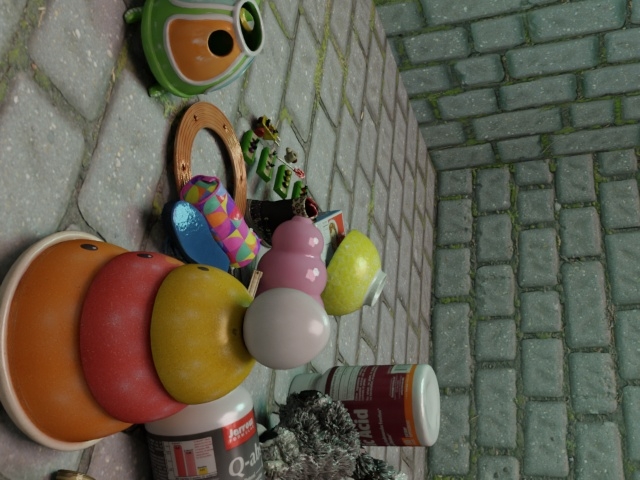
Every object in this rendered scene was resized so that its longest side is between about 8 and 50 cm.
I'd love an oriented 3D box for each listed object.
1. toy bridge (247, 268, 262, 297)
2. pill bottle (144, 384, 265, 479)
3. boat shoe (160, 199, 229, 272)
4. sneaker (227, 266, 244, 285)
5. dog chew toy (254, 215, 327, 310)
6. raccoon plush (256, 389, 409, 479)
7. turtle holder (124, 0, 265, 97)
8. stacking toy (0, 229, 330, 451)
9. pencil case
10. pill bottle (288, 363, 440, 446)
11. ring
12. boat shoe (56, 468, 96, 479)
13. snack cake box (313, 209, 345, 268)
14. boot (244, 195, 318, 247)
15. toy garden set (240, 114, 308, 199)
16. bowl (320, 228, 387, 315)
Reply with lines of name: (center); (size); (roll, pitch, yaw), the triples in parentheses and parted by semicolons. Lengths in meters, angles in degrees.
toy bridge: (-0.177, 0.160, 1.723); (0.063, 0.026, 0.188); (-172, -79, -83)
pill bottle: (-0.222, 0.394, 1.403); (0.210, 0.210, 0.362); (-27, 111, -68)
boat shoe: (-0.280, 0.012, 1.532); (0.109, 0.089, 0.258); (-64, 151, -33)
sneaker: (-0.215, 0.099, 1.726); (0.170, 0.051, 0.089); (-80, 161, -57)
dog chew toy: (-0.075, 0.104, 1.815); (0.207, 0.207, 0.331); (1, 100, -70)
raccoon plush: (0.007, 0.556, 1.764); (0.299, 0.446, 0.216); (-57, 170, -58)
turtle holder: (-0.234, -0.432, 1.558); (0.320, 0.228, 0.243); (-19, 102, -69)
stacking toy: (-0.208, 0.142, 1.114); (0.350, 0.480, 0.350); (-5, 90, -70)
pencil case: (-0.216, -0.042, 1.608); (0.236, 0.104, 0.104); (61, 31, -48)
pill bottle: (0.122, 0.464, 2.056); (0.224, 0.392, 0.224); (-6, 90, -69)
ring: (-0.258, -0.154, 1.708); (0.336, 0.032, 0.336); (-6, 90, -71)
boat shoe: (-0.374, 0.430, 1.203); (0.178, 0.064, 0.060); (51, 44, -47)
snack cake box: (0.000, 0.000, 2.284); (0.264, 0.089, 0.152); (-29, 111, -68)
boot: (-0.084, -0.046, 1.934); (0.236, 0.179, 0.085); (49, 41, -59)
toy garden set: (-0.106, -0.217, 1.980); (0.244, 0.049, 0.203); (45, 32, -28)
bowl: (0.116, 0.125, 2.297); (0.289, 0.156, 0.289); (-60, 167, -24)
